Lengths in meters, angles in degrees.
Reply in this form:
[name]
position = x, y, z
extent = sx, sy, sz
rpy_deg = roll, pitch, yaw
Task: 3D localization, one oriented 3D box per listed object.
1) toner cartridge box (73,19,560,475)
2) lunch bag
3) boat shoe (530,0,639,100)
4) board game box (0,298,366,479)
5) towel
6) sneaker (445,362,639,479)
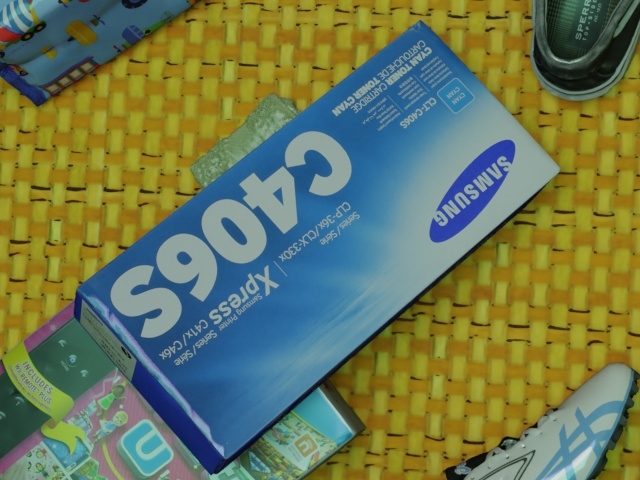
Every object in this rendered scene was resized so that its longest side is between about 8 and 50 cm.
[toner cartridge box]
position = 0.000, 0.000, 1.160
extent = 0.348, 0.075, 0.165
rpy_deg = -40, 84, -20
[lunch bag]
position = -0.228, -0.300, 1.266
extent = 0.221, 0.138, 0.293
rpy_deg = -32, 71, 6
[boat shoe]
position = 0.236, -0.275, 1.184
extent = 0.121, 0.119, 0.335
rpy_deg = 10, 88, 9
[board game box]
position = -0.151, 0.155, 1.230
extent = 0.303, 0.097, 0.224
rpy_deg = -38, 82, 3
[towel]
position = -0.027, -0.035, 1.256
extent = 0.110, 0.027, 0.148
rpy_deg = -41, 83, 5
[sneaker]
position = 0.154, 0.179, 1.189
extent = 0.086, 0.085, 0.237
rpy_deg = 42, 92, 3
